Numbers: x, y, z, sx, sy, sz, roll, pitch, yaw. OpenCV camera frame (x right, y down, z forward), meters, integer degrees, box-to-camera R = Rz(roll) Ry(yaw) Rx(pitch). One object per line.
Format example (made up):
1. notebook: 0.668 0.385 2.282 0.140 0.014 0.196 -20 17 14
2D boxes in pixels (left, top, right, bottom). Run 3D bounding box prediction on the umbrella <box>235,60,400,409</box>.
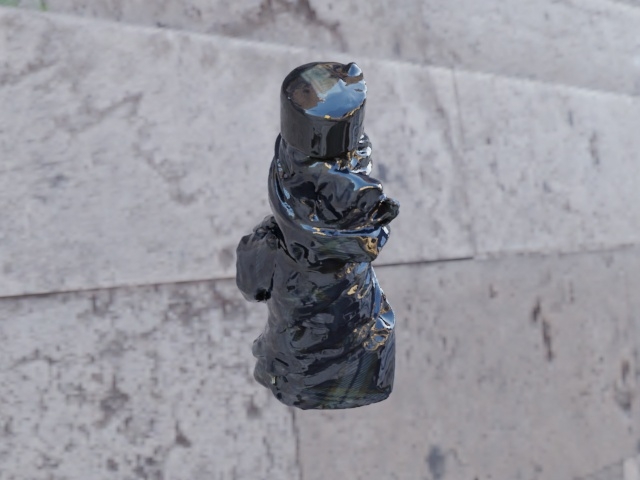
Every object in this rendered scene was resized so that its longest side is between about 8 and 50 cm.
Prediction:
1. umbrella: -0.002 -0.001 0.636 0.224 0.080 0.071 90 -2 -53
